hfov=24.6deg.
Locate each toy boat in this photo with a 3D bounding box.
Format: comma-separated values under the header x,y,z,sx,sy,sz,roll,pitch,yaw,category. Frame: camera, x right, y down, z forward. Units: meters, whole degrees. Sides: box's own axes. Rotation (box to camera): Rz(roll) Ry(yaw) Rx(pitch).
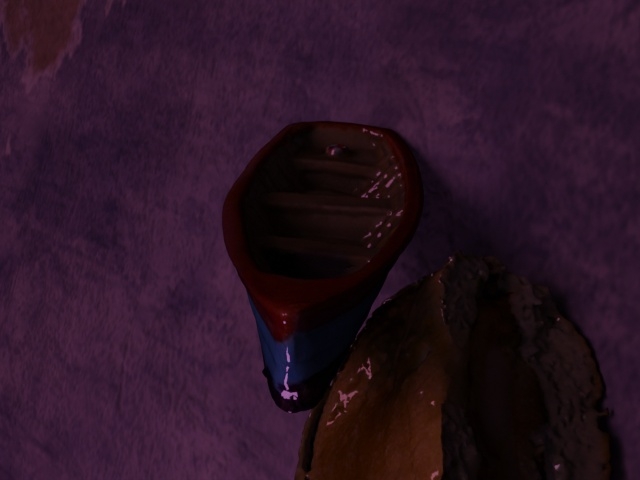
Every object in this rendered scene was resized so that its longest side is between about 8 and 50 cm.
x,y,z,sx,sy,sz,roll,pitch,yaw,category
0.000,0.000,0.992,0.392,0.136,0.079,-77,-10,-67,toy boat

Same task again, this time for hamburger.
x,y,z,sx,sy,sz,roll,pitch,yaw,category
0.068,0.173,0.922,0.211,0.132,0.309,-43,35,44,hamburger
